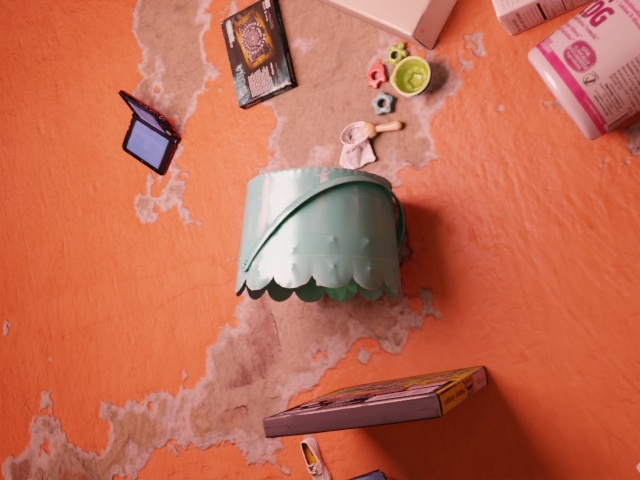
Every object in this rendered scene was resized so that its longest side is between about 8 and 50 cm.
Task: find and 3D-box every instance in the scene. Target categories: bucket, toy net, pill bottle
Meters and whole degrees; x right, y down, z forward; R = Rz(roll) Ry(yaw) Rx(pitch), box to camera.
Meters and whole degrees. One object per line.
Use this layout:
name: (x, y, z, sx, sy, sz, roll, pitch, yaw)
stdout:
bucket: (0.000, 0.000, 1.078, 0.281, 0.281, 0.183, -5, 80, 28)
toy net: (0.092, -0.229, 1.160, 0.122, 0.045, 0.232, 47, 108, 22)
pill bottle: (0.444, -0.282, 0.909, 0.283, 0.160, 0.160, -37, 71, 21)

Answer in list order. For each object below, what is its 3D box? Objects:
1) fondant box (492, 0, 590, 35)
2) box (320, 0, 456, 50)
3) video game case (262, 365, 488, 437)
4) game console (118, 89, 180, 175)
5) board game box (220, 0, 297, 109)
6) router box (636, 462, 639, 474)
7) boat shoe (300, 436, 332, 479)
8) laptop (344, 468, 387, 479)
fondant box: (0.393, -0.490, 0.985, 0.330, 0.096, 0.238, -19, 78, 25)
box: (0.088, -0.434, 1.146, 0.275, 0.094, 0.113, 34, 104, 25)
video game case: (0.092, 0.244, 1.019, 0.274, 0.248, 0.035, -16, 82, 27)
game console: (-0.371, -0.224, 1.389, 0.144, 0.124, 0.085, 32, 76, 25)
board game box: (-0.121, -0.362, 1.292, 0.126, 0.026, 0.186, -17, 80, 27)
router box: (0.539, 0.148, 0.690, 0.082, 0.301, 0.335, 56, 139, 19)
boat shoe: (-0.011, 0.400, 1.186, 0.035, 0.035, 0.100, -25, 76, 25)
laptop: (-0.016, 0.651, 1.067, 0.382, 0.408, 0.236, -28, 112, 25)
